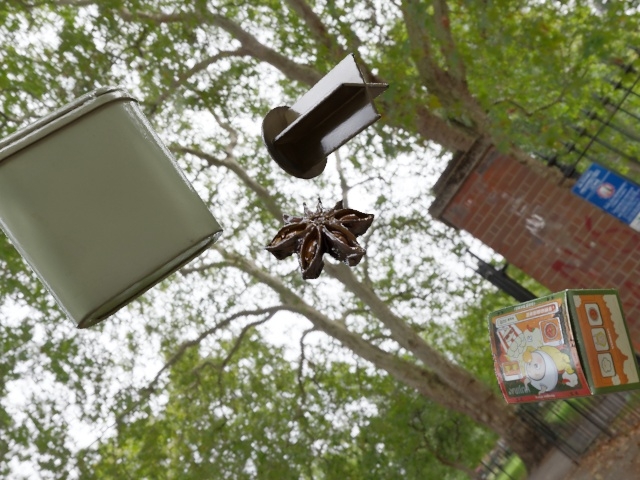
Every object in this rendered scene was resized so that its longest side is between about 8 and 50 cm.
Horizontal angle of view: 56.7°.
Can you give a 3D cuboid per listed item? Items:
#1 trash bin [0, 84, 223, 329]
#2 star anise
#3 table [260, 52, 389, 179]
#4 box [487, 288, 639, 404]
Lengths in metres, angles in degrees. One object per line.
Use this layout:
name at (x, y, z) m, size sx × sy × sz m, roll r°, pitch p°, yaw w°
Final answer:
trash bin at (-0.291, -0.045, 0.786) m, size 0.243 × 0.247 × 0.121 m, roll -35°, pitch -4°, yaw -18°
star anise at (0.007, 0.001, 1.331) m, size 0.099 × 0.220 × 0.214 m, roll 78°, pitch -146°, yaw -58°
table at (0.015, -0.240, 1.141) m, size 0.167 × 0.167 × 0.226 m, roll -23°, pitch -5°, yaw -44°
box at (0.431, 0.194, 1.071) m, size 0.148 × 0.177 × 0.195 m, roll 1°, pitch -18°, yaw -28°
